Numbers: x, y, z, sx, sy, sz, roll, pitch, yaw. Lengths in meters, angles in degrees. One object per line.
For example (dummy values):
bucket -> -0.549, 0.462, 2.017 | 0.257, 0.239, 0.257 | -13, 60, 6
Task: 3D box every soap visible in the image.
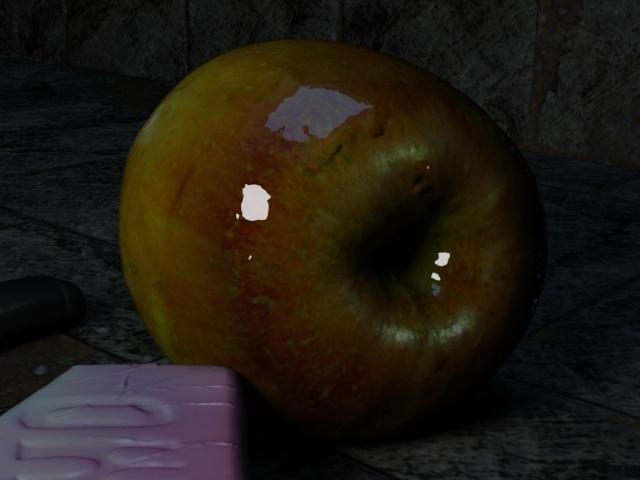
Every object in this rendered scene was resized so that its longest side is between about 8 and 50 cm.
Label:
soap -> -0.141, 0.190, 0.680 | 0.193, 0.109, 0.324 | 0, 18, -5

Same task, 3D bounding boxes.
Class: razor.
razor -> -0.329, 0.075, 1.124 | 0.090, 0.054, 0.148 | 10, 18, 37

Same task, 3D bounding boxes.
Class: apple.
apple -> 0.000, 0.000, 0.978 | 0.384, 0.374, 0.374 | 33, 0, -31
